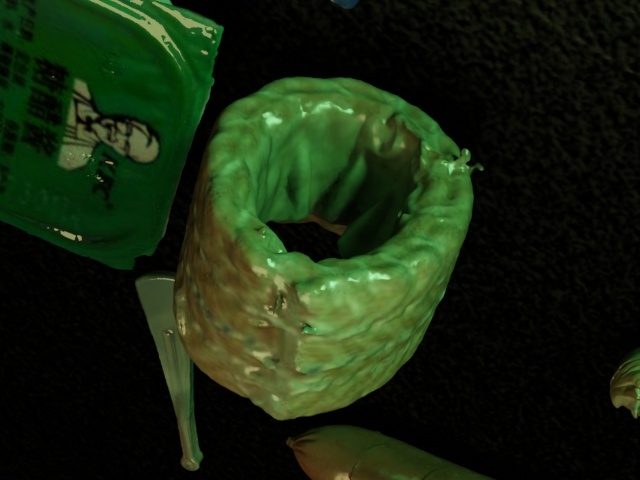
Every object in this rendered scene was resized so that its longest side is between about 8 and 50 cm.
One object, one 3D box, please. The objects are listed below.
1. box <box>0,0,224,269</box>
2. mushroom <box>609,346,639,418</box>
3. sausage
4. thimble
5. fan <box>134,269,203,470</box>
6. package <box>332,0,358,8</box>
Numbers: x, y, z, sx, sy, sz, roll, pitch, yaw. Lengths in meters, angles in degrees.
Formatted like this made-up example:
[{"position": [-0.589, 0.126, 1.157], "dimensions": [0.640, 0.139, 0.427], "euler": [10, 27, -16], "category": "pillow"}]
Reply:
[{"position": [-0.241, -0.146, 0.839], "dimensions": [0.336, 0.106, 0.264], "euler": [23, 134, -3], "category": "box"}, {"position": [0.339, 0.161, 0.935], "dimensions": [0.223, 0.081, 0.092], "euler": [31, 152, -6], "category": "mushroom"}, {"position": [0.169, 0.271, 1.089], "dimensions": [0.433, 0.088, 0.088], "euler": [20, 134, 1], "category": "sausage"}, {"position": [-0.003, -0.005, 0.797], "dimensions": [0.196, 0.229, 0.148], "euler": [31, 134, 16], "category": "thimble"}, {"position": [-0.136, 0.136, 1.115], "dimensions": [0.057, 0.023, 0.282], "euler": [1, 131, 6], "category": "fan"}, {"position": [-0.023, -0.251, 0.722], "dimensions": [0.171, 0.027, 0.173], "euler": [24, 130, -3], "category": "package"}]
